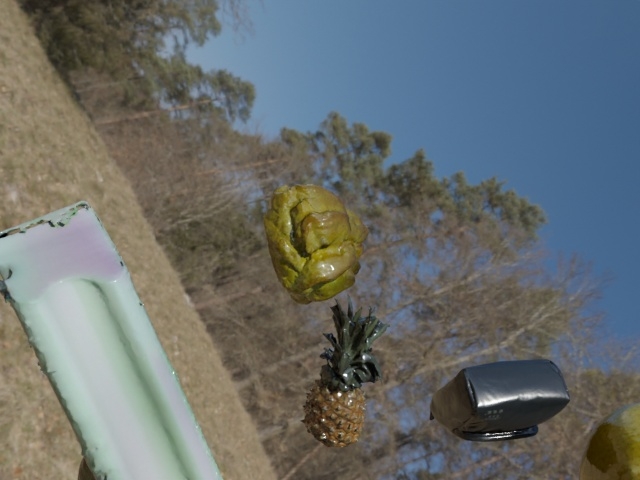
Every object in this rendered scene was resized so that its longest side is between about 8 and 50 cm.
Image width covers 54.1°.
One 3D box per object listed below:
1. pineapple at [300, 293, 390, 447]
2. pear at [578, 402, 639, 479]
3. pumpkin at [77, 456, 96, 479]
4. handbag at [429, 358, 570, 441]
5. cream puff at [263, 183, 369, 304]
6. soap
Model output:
[{"bbox_3d":[0.064,0.299,1.441,0.165,0.165,0.365,46,-54,57],"label":"pineapple"},{"bbox_3d":[0.773,0.547,1.406,0.362,0.418,0.363,-8,-104,36],"label":"pear"},{"bbox_3d":[-0.489,0.622,1.516,0.139,0.221,0.317,-42,-119,42],"label":"pumpkin"},{"bbox_3d":[0.464,0.443,1.659,0.275,0.301,0.178,110,-28,-48],"label":"handbag"},{"bbox_3d":[-0.016,0.003,1.203,0.196,0.244,0.244,-9,-84,32],"label":"cream puff"},{"bbox_3d":[-0.311,0.170,0.903,0.261,0.156,0.447,-1,-67,67],"label":"soap"}]
